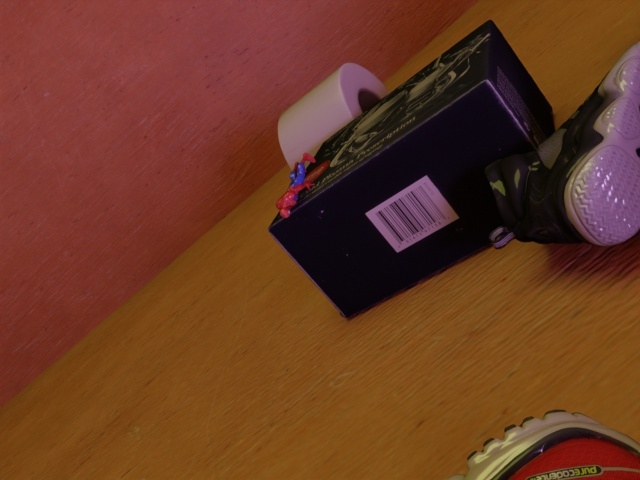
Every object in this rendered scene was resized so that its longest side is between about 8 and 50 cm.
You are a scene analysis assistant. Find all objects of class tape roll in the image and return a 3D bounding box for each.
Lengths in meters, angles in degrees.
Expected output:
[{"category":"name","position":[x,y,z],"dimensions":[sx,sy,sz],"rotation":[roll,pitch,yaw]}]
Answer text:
[{"category":"tape roll","position":[0.057,-0.205,1.220],"dimensions":[0.169,0.246,0.246],"rotation":[-30,19,33]}]

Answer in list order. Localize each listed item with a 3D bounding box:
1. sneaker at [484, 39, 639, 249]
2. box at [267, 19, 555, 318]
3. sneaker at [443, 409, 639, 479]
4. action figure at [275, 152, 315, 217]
[{"category":"sneaker","position":[0.256,-0.094,0.610],"dimensions":[0.153,0.101,0.268],"rotation":[-17,30,54]},{"category":"box","position":[0.141,-0.106,0.865],"dimensions":[0.343,0.179,0.312],"rotation":[-32,17,29]},{"category":"sneaker","position":[0.072,0.206,0.313],"dimensions":[0.279,0.107,0.118],"rotation":[-43,24,-1]},{"category":"action figure","position":[-0.032,-0.068,0.789],"dimensions":[0.038,0.030,0.115],"rotation":[-36,21,39]}]
